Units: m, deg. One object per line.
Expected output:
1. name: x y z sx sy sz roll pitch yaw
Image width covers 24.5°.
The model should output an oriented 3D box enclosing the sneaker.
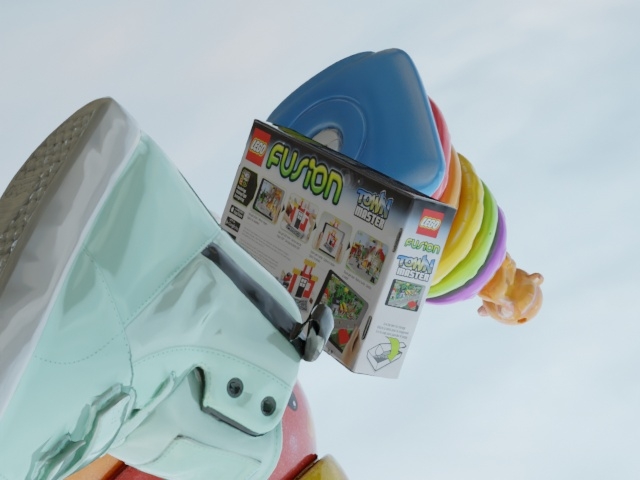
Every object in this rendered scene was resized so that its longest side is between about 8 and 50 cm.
1. sneaker: -0.080 0.076 0.543 0.094 0.151 0.256 -27 -151 42

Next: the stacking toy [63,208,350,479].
1. stacking toy: -0.080 0.238 1.260 0.350 0.480 0.350 -44 177 -3

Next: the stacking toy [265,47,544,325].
1. stacking toy: 0.093 -0.006 1.209 0.175 0.302 0.165 -35 -135 23

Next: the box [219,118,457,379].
1. box: 0.000 0.000 0.961 0.207 0.036 0.114 32 -75 55
